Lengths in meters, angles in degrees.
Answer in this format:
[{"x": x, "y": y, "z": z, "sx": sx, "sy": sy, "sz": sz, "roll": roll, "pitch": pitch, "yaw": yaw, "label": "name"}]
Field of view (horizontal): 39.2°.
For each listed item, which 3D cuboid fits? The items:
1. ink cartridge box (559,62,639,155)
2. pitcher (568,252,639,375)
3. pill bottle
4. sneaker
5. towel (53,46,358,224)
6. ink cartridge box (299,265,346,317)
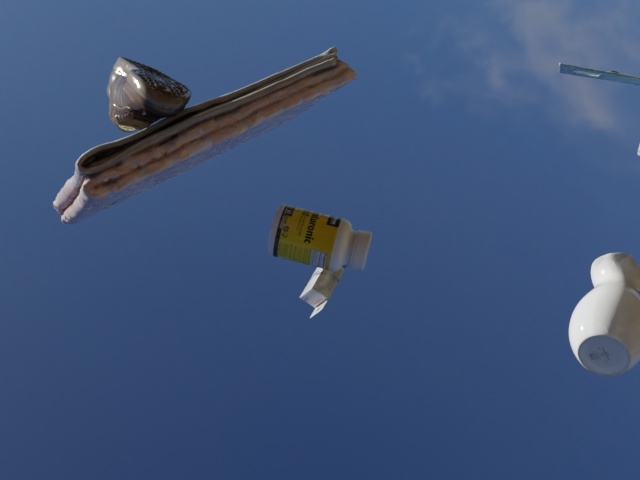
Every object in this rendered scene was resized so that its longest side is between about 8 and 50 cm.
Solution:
[{"x": 0.412, "y": -0.146, "z": 1.109, "sx": 0.255, "sy": 0.097, "sz": 0.189, "roll": 14, "pitch": -169, "yaw": 13, "label": "ink cartridge box"}, {"x": 0.493, "y": 0.145, "z": 1.479, "sx": 0.178, "sy": 0.125, "sz": 0.207, "roll": 55, "pitch": -142, "yaw": -15, "label": "pitcher"}, {"x": 0.000, "y": 0.000, "z": 1.066, "sx": 0.116, "sy": 0.065, "sz": 0.065, "roll": 14, "pitch": -139, "yaw": 4, "label": "pill bottle"}, {"x": -0.183, "y": -0.141, "z": 0.938, "sx": 0.066, "sy": 0.071, "sz": 0.188, "roll": 15, "pitch": -167, "yaw": -24, "label": "sneaker"}, {"x": -0.151, "y": -0.119, "z": 1.067, "sx": 0.331, "sy": 0.317, "sz": 0.054, "roll": -27, "pitch": -85, "yaw": -19, "label": "towel"}, {"x": 0.002, "y": 0.058, "z": 1.195, "sx": 0.028, "sy": 0.048, "sz": 0.083, "roll": 34, "pitch": -119, "yaw": -7, "label": "ink cartridge box"}]
